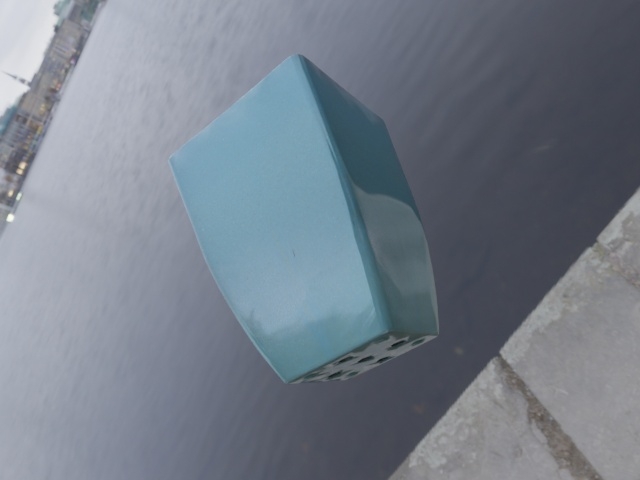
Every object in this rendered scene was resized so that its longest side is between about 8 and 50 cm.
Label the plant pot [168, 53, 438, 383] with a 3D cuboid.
[{"bbox_3d":[0.000,0.000,0.494,0.165,0.165,0.234,-32,65,24],"label":"plant pot"}]
